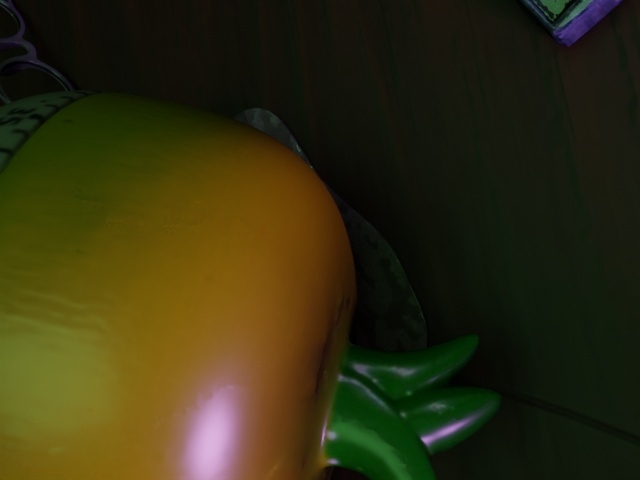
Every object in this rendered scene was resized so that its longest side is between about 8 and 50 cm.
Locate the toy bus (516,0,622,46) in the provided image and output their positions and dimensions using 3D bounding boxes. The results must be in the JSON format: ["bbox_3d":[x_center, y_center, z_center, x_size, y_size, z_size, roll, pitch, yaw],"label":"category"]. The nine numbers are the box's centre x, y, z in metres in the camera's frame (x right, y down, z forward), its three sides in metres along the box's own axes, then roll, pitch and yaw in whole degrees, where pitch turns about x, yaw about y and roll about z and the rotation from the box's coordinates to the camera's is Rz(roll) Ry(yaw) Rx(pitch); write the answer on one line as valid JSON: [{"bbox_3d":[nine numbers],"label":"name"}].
[{"bbox_3d":[0.097,-0.182,0.496,0.065,0.047,0.166,-44,74,19],"label":"toy bus"}]

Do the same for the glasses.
[{"bbox_3d":[-0.227,-0.094,0.634,0.140,0.062,0.104,50,127,16],"label":"glasses"}]

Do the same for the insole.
[{"bbox_3d":[0.000,0.000,0.551,0.065,0.006,0.193,-41,74,16],"label":"insole"}]

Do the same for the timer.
[{"bbox_3d":[-0.050,0.066,0.440,0.285,0.285,0.285,-1,88,22],"label":"timer"}]
